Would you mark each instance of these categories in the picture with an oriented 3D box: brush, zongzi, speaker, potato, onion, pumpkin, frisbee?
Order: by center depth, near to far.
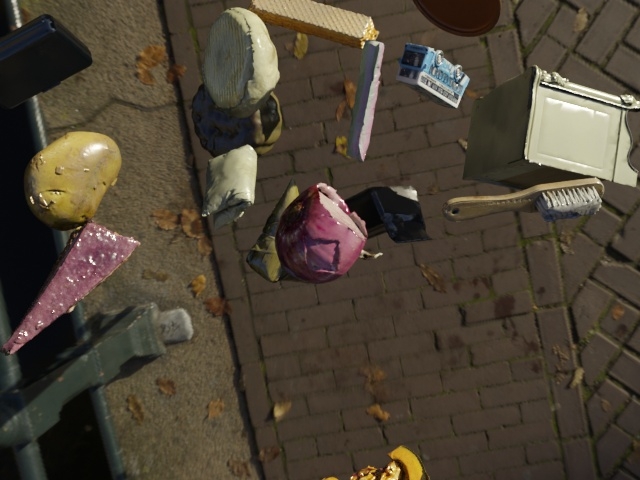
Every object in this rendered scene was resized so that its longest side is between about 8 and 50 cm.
[{"bbox_3d":[-0.411,-0.103,0.964,0.137,0.137,0.175,27,67,0],"label":"potato"},{"bbox_3d":[0.414,-0.068,1.177,0.328,0.065,0.070,-6,133,0],"label":"brush"},{"bbox_3d":[-0.009,-0.006,1.187,0.201,0.200,0.207,-32,61,4],"label":"onion"},{"bbox_3d":[0.111,0.576,1.251,0.279,0.163,0.111,-23,132,1],"label":"pumpkin"},{"bbox_3d":[0.312,-0.582,1.373,0.251,0.251,0.021,37,76,-1],"label":"frisbee"},{"bbox_3d":[-0.057,-0.021,1.720,0.145,0.274,0.299,24,97,31],"label":"zongzi"},{"bbox_3d":[0.161,-0.050,1.838,0.180,0.388,0.184,-5,82,-31],"label":"speaker"}]

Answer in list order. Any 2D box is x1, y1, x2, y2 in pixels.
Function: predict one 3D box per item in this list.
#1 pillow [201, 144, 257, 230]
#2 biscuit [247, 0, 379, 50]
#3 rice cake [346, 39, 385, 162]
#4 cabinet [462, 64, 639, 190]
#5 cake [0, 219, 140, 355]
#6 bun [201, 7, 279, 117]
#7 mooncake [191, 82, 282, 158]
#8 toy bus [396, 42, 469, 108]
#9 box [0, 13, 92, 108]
[{"bbox_3d":[-0.204,-0.129,1.334,0.134,0.078,0.181,-25,50,27],"label":"pillow"},{"bbox_3d":[-0.023,-0.635,1.673,0.379,0.054,0.094,21,68,12],"label":"biscuit"},{"bbox_3d":[0.112,-0.328,1.391,0.051,0.081,0.290,2,105,-22],"label":"rice cake"},{"bbox_3d":[0.578,-0.253,1.464,0.318,0.290,0.227,10,83,-13],"label":"cabinet"},{"bbox_3d":[-0.455,0.075,1.027,0.113,0.116,0.295,44,68,-15],"label":"cake"},{"bbox_3d":[-0.208,-0.482,1.592,0.146,0.287,0.287,-7,96,-41],"label":"bun"},{"bbox_3d":[-0.272,-0.385,1.853,0.291,0.161,0.290,10,113,25],"label":"mooncake"},{"bbox_3d":[0.364,-0.528,1.877,0.106,0.297,0.130,27,102,37],"label":"toy bus"},{"bbox_3d":[-0.608,-0.364,1.204,0.230,0.160,0.050,-26,77,4],"label":"box"}]
